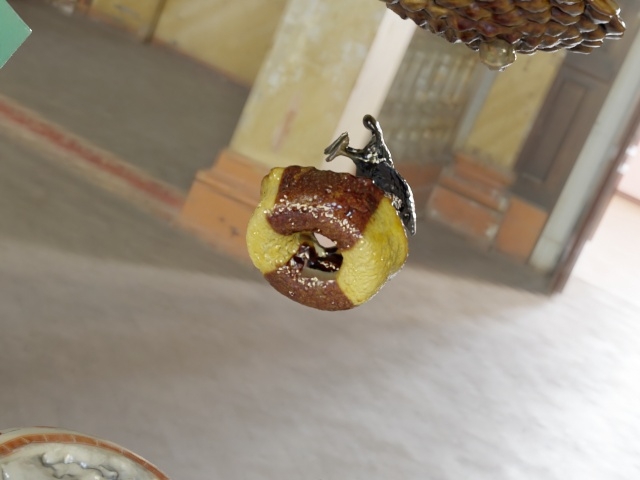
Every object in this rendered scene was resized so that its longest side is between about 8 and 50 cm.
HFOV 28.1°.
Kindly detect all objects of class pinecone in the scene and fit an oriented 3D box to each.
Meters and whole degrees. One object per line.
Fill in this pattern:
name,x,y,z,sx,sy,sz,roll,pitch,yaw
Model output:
pinecone,0.150,-0.273,1.058,0.264,0.264,0.264,22,14,-6

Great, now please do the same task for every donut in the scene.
donut,0.000,0.000,1.069,0.140,0.140,0.059,26,46,9

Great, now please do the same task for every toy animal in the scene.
toy animal,0.054,-0.063,1.232,0.108,0.062,0.220,52,4,-18

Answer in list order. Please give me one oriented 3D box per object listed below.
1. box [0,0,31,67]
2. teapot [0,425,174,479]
box,-0.242,-0.052,0.560,0.041,0.229,0.162,35,-9,21
teapot,-0.115,0.161,0.643,0.245,0.116,0.159,4,22,-43
